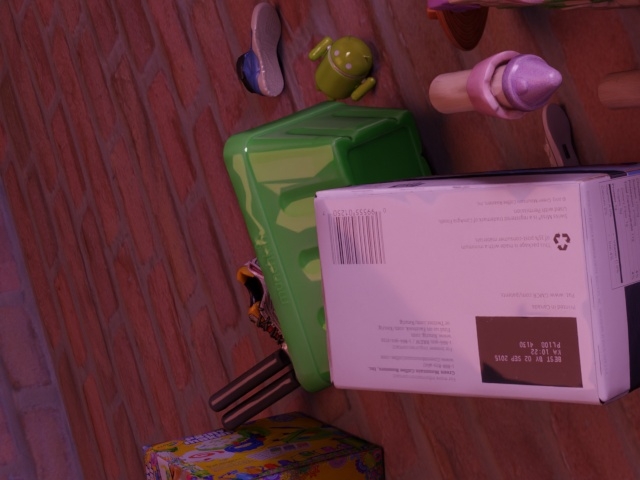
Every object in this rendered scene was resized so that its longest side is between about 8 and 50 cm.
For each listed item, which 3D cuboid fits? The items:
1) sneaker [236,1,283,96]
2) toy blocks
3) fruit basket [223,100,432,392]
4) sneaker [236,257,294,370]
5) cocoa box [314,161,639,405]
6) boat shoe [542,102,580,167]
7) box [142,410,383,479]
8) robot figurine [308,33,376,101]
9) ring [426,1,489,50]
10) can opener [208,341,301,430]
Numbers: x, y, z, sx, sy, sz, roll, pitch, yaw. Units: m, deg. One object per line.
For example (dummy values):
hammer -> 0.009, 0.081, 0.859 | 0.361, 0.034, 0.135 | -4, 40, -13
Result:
sneaker -> -0.105, -0.311, 2.224 | 0.085, 0.058, 0.152 | 13, 115, 50
toy blocks -> 0.274, -0.274, 1.328 | 0.260, 0.289, 0.308 | 3, 97, 63
fruit basket -> 0.000, 0.000, 1.903 | 0.392, 0.283, 0.392 | 20, 121, 37
sneaker -> -0.074, 0.133, 2.253 | 0.088, 0.093, 0.225 | -45, 64, 56
cocoa box -> 0.202, 0.040, 1.500 | 0.347, 0.228, 0.231 | -2, 97, 40
boat shoe -> 0.279, -0.112, 1.618 | 0.035, 0.035, 0.100 | -24, 84, 58
box -> -0.091, 0.406, 2.160 | 0.279, 0.290, 0.177 | 12, 109, 60
robot figurine -> 0.034, -0.250, 1.982 | 0.101, 0.067, 0.115 | 46, 143, 5
ring -> 0.142, -0.381, 1.541 | 0.032, 0.336, 0.336 | -2, 98, 20
can opener -> -0.069, 0.216, 2.169 | 0.283, 0.095, 0.076 | -36, 88, 23
